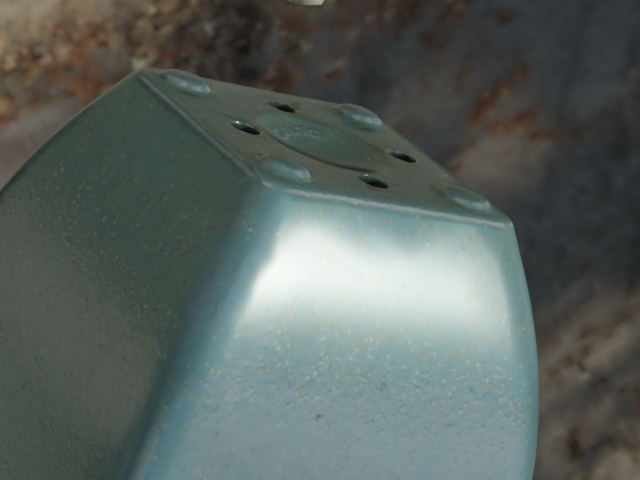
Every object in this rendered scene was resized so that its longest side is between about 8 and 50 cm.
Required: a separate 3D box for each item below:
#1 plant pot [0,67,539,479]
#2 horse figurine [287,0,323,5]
[{"bbox_3d":[-0.039,0.063,0.936,0.248,0.247,0.252,8,112,-34],"label":"plant pot"},{"bbox_3d":[0.052,-0.147,0.638,0.174,0.066,0.263,-14,-149,-8],"label":"horse figurine"}]
